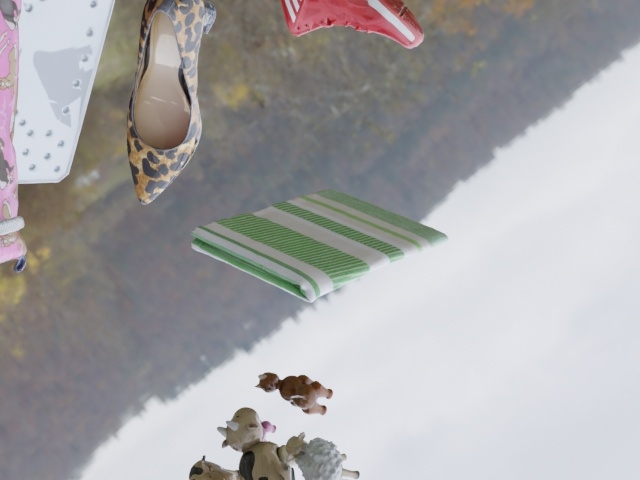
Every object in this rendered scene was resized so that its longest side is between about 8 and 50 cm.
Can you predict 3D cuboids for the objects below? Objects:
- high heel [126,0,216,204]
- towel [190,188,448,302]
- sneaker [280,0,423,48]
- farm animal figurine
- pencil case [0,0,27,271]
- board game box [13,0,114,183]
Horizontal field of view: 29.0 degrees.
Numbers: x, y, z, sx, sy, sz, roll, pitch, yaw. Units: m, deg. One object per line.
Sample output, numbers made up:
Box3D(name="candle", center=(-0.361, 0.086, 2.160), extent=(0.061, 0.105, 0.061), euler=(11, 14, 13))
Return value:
Box3D(name="high heel", center=(-0.188, -0.162, 1.407), extent=(0.186, 0.093, 0.261), euler=(-39, 146, -81))
Box3D(name="towel", center=(0.000, 0.000, 1.846), extent=(0.325, 0.248, 0.038), euler=(-20, 124, -48))
Box3D(name="sneaker", center=(0.034, -0.326, 1.794), extent=(0.128, 0.221, 0.087), euler=(-49, -178, 22))
Box3D(name="farm animal figurine", center=(-0.115, 0.391, 2.161), extent=(0.330, 0.172, 0.327), euler=(-54, -143, 23))
Box3D(name="pencil case", center=(-0.373, -0.155, 1.262), extent=(0.167, 0.386, 0.160), euler=(4, -172, 9))
Box3D(name="board game box", center=(-0.464, -0.253, 1.610), extent=(0.390, 0.050, 0.390), euler=(-5, 124, -44))
